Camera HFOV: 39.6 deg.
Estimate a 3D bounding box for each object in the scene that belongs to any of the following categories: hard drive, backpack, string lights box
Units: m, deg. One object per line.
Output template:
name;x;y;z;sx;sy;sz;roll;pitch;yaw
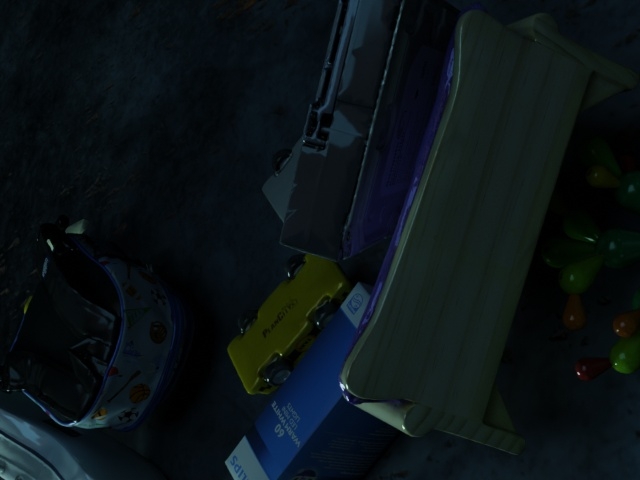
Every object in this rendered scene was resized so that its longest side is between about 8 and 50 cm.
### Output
hard drive;0.070;-0.119;0.857;0.064;0.339;0.237;17;102;16
backpack;-0.303;0.141;1.239;0.263;0.213;0.277;32;105;53
string lights box;0.027;0.177;0.956;0.260;0.133;0.077;-54;47;16

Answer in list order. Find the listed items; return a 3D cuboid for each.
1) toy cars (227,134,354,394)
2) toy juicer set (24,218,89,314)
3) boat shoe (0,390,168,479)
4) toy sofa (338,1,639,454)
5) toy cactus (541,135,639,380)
toy cars;0.000;0.000;1.082;0.176;0.087;0.394;-1;73;44
toy juicer set;-0.417;0.110;1.454;0.209;0.089;0.329;24;102;58
boat shoe;-0.366;0.351;1.253;0.367;0.135;0.157;20;96;28
toy sofa;0.121;-0.012;0.787;0.150;0.177;0.363;4;76;72
toy cactus;0.292;0.011;0.797;0.180;0.112;0.219;-9;67;22
